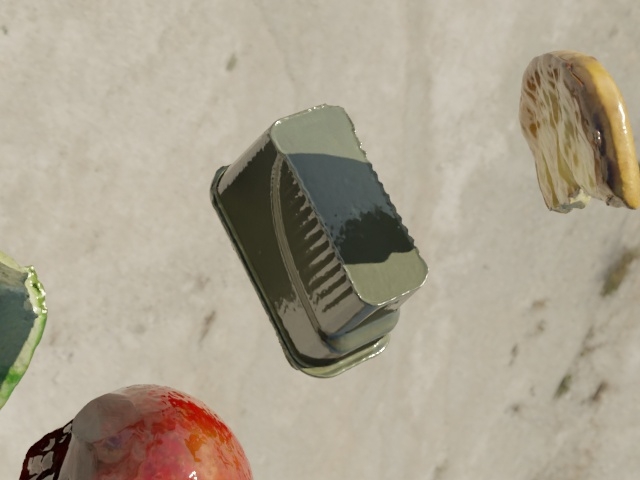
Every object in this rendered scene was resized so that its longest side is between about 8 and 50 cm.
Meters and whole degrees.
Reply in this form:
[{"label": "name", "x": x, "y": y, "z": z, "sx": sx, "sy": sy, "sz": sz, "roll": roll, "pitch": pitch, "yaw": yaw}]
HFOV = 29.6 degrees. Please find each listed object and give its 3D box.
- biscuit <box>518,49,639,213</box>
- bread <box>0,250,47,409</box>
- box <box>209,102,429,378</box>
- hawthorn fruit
[{"label": "biscuit", "x": 0.230, "y": -0.098, "z": 1.121, "sx": 0.045, "sy": 0.154, "sz": 0.299, "roll": -20, "pitch": -179, "yaw": -2}, {"label": "bread", "x": -0.520, "y": 0.105, "z": 1.479, "sx": 0.381, "sy": 0.129, "sz": 0.366, "roll": -21, "pitch": 128, "yaw": -30}, {"label": "box", "x": 0.000, "y": 0.000, "z": 1.326, "sx": 0.138, "sy": 0.274, "sz": 0.178, "roll": -24, "pitch": 170, "yaw": -30}, {"label": "hawthorn fruit", "x": -0.151, "y": 0.249, "z": 1.121, "sx": 0.266, "sy": 0.210, "sz": 0.230, "roll": 24, "pitch": 115, "yaw": -42}]
